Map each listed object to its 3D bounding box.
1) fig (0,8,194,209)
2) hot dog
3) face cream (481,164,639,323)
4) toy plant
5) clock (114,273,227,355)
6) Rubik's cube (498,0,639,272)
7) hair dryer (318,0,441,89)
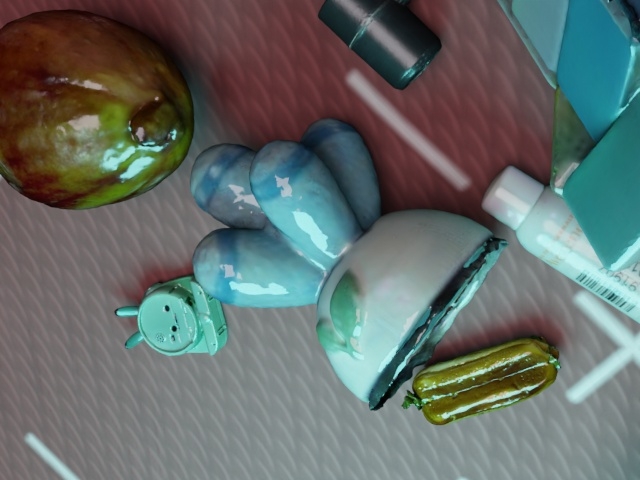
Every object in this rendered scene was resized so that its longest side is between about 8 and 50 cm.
[{"bbox_3d":[-0.261,-0.140,1.075,0.263,0.224,0.224,13,110,10],"label":"fig"},{"bbox_3d":[0.184,0.160,1.102,0.188,0.055,0.072,-21,96,22],"label":"hot dog"},{"bbox_3d":[0.292,0.013,1.010,0.269,0.082,0.082,33,113,6],"label":"face cream"},{"bbox_3d":[0.000,0.000,1.038,0.332,0.247,0.247,37,114,12],"label":"toy plant"},{"bbox_3d":[-0.188,0.100,1.210,0.135,0.041,0.101,-11,103,20],"label":"clock"},{"bbox_3d":[0.334,-0.171,0.799,0.358,0.368,0.387,-34,60,23],"label":"Rubik's cube"},{"bbox_3d":[0.111,-0.275,0.997,0.124,0.071,0.219,41,105,1],"label":"hair dryer"}]
